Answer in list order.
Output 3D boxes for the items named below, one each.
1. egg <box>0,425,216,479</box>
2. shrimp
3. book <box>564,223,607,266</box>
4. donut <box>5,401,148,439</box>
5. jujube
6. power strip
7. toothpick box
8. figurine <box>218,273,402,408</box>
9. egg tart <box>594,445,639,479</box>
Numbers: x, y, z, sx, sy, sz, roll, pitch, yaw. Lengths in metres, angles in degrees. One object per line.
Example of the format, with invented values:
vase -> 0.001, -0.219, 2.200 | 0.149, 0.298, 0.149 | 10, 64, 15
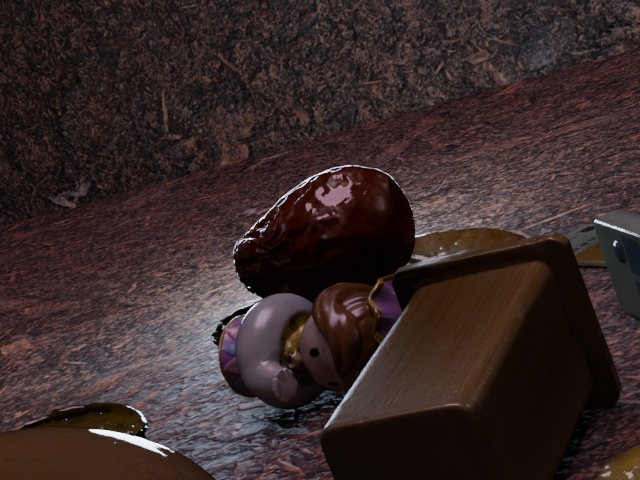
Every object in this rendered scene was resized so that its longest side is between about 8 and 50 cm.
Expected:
egg -> -0.196, 0.279, 1.097 | 0.301, 0.301, 0.374 | -12, 13, 31
shrimp -> 0.066, 0.085, 2.058 | 0.445, 0.085, 0.272 | -15, 19, 10
book -> 0.362, 0.006, 2.059 | 0.118, 0.012, 0.172 | -28, 15, -30
donut -> -0.308, 0.274, 1.764 | 0.272, 0.107, 0.272 | -14, 14, 4
jujube -> 0.000, 0.000, 1.942 | 0.236, 0.168, 0.168 | -19, 11, 28
power strip -> 0.364, 0.038, 1.676 | 0.046, 0.118, 0.270 | -25, 13, -8
toothpick box -> 0.133, 0.148, 1.447 | 0.190, 0.187, 0.308 | -13, 18, 27
figurine -> 0.009, 0.117, 1.822 | 0.263, 0.142, 0.189 | -13, 30, 42
egg tart -> 0.282, 0.205, 1.175 | 0.252, 0.098, 0.232 | -14, 17, 11
